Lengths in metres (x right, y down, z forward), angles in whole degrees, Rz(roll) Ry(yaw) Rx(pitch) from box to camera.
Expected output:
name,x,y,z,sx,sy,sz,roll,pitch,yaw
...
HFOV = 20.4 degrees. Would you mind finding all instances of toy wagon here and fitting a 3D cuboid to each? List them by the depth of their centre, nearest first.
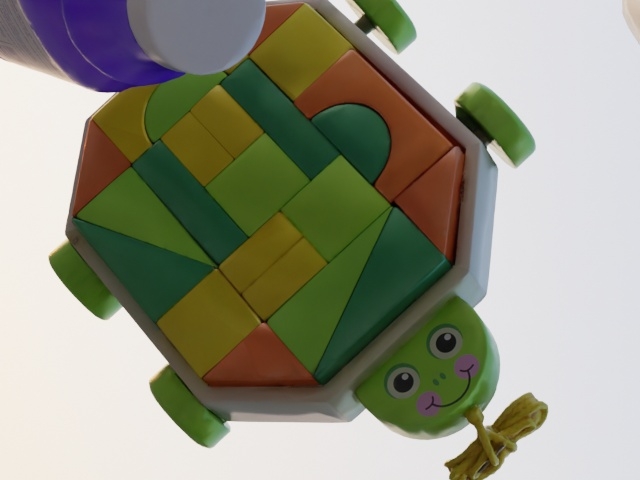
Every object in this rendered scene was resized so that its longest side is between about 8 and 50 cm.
name,x,y,z,sx,sy,sz,roll,pitch,yaw
toy wagon,0.000,0.000,1.049,0.344,0.267,0.068,47,0,32

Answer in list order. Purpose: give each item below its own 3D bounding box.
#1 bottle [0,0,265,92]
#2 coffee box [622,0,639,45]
name,x,y,z,sx,sy,sz,roll,pitch,yaw
bottle,-0.124,-0.140,0.966,0.283,0.092,0.118,22,-37,58
coffee box,0.333,-0.120,0.670,0.334,0.338,0.338,71,-6,-62
